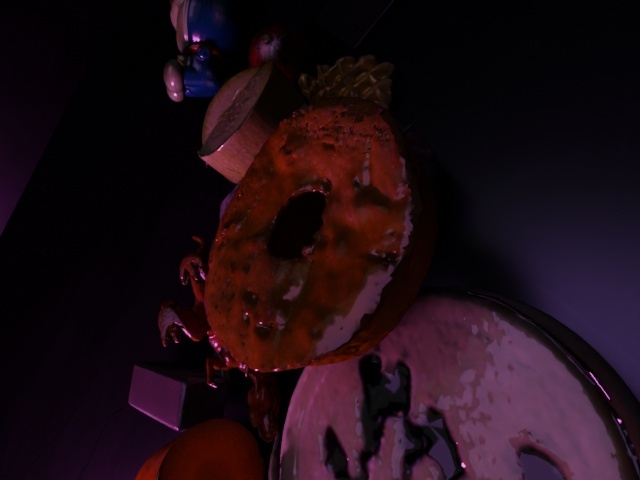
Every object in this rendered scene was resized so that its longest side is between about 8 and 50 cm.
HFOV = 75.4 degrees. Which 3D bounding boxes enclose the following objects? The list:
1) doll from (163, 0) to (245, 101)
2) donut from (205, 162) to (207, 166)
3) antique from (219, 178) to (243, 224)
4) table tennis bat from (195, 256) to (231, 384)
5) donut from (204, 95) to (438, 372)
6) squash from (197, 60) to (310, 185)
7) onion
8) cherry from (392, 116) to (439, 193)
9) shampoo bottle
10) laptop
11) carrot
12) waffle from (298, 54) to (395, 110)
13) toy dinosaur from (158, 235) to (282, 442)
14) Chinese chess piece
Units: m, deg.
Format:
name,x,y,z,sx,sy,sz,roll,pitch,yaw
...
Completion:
name,x,y,z,sx,sy,sz,roll,pitch,yaw
doll,-0.291,-0.506,1.045,0.198,0.186,0.321,-163,80,-73
donut,-0.159,-0.195,0.864,0.181,0.078,0.146,26,87,49
antique,-0.105,-0.053,0.714,0.183,0.088,0.086,-33,51,45
table tennis bat,-0.178,0.126,0.766,0.154,0.021,0.274,-21,57,27
donut,0.002,-0.002,0.428,0.278,0.108,0.277,-22,56,38
squash,-0.138,-0.214,0.724,0.220,0.133,0.220,-12,68,31
onion,-0.087,-0.380,0.858,0.131,0.131,0.131,-18,60,33
cherry,0.079,-0.082,0.569,0.176,0.140,0.176,-17,70,58
shampoo bottle,-0.258,0.259,0.713,0.246,0.080,0.079,-7,72,47
laptop,0.071,-0.468,0.836,0.135,0.016,0.197,-45,47,16
carrot,-0.202,0.369,0.610,0.225,0.159,0.159,-38,49,39
waffle,0.014,-0.208,0.736,0.250,0.056,0.261,19,81,42
toy dinosaur,-0.169,0.091,0.641,0.097,0.208,0.432,-31,58,2
Chinese chess piece,0.116,0.215,0.393,0.349,0.146,0.349,-18,59,33
